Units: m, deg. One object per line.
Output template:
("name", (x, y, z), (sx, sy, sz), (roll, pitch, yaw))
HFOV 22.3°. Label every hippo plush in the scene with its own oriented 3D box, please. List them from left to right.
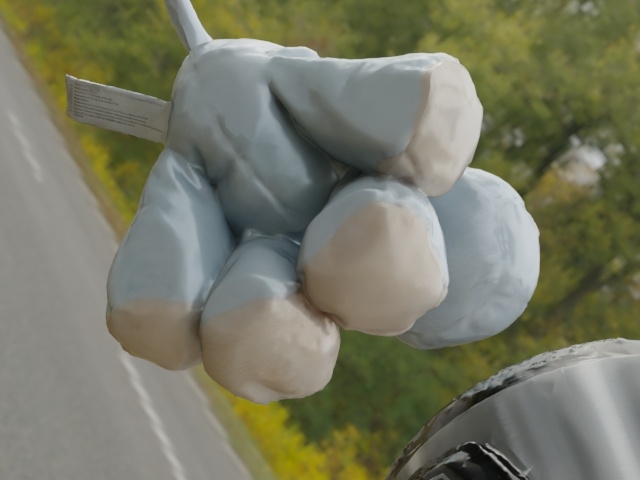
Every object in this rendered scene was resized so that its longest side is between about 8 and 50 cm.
("hippo plush", (0.000, 0.000, 1.005), (0.294, 0.234, 0.236), (27, -6, 37))

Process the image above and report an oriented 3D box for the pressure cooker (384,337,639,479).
("pressure cooker", (0.227, 0.309, 1.032), (0.420, 0.376, 0.369), (-101, 172, -54))
